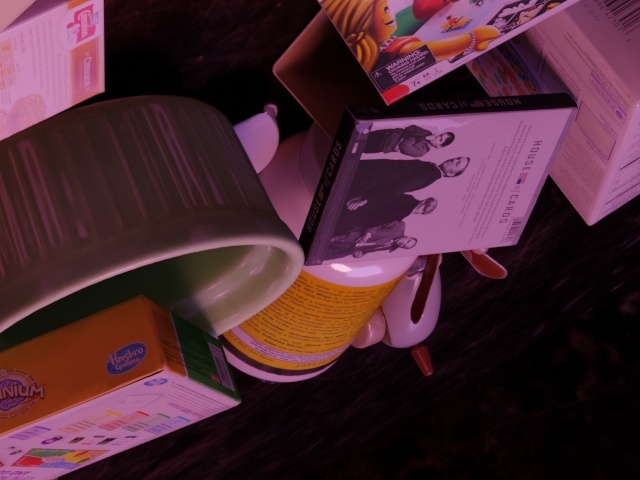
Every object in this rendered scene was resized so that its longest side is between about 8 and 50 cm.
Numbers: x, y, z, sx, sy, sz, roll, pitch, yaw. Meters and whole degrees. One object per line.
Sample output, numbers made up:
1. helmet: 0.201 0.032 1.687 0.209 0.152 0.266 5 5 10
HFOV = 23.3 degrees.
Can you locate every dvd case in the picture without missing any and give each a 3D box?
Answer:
1. dvd case: 0.108 -0.056 1.443 0.239 0.029 0.179 -6 136 -28

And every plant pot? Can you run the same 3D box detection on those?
1. plant pot: 0.043 -0.163 1.429 0.109 0.109 0.096 -46 171 36

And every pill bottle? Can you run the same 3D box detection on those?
1. pill bottle: 0.000 0.000 1.644 0.188 0.188 0.334 -23 161 -33

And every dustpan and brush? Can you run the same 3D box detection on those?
1. dustpan and brush: -0.090 -0.084 1.491 0.147 0.060 0.211 -24 159 11

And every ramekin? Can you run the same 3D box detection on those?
1. ramekin: -0.179 0.004 1.304 0.303 0.148 0.303 -20 164 -6

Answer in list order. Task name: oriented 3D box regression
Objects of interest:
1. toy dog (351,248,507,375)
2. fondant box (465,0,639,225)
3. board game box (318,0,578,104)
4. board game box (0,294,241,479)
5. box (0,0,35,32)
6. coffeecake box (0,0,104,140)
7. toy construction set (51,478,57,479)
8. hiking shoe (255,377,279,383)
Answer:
1. toy dog: 0.156 0.080 2.220 0.220 0.161 0.333 -29 163 -16
2. fondant box: 0.249 -0.179 1.519 0.096 0.238 0.330 -32 164 -9
3. board game box: 0.142 -0.250 1.243 0.305 0.053 0.193 -28 139 10
4. board game box: -0.247 0.152 1.303 0.317 0.064 0.242 -22 164 5
5. box: -0.234 -0.185 0.797 0.243 0.117 0.213 -38 163 17
6. coffeecake box: -0.242 -0.120 1.050 0.185 0.068 0.142 -28 163 -18
7. toy construction set: -0.364 0.313 1.537 0.328 0.215 0.151 -28 162 -19
8. hiking shoe: 0.003 0.044 1.985 0.304 0.113 0.132 -43 -167 10
